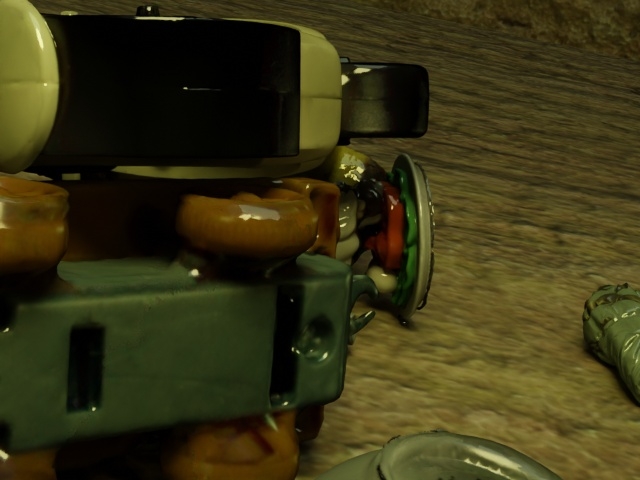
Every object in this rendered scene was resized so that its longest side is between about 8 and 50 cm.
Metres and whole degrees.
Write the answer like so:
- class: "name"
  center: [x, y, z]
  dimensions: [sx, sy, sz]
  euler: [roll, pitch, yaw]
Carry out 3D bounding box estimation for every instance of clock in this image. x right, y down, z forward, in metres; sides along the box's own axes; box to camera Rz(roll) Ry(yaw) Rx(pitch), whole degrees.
- class: "clock"
  center: [-0.101, -0.092, 0.784]
  dimensions: [0.276, 0.120, 0.379]
  euler: [3, 3, 19]

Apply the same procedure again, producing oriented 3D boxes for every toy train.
- class: "toy train"
  center: [-0.131, 0.040, 0.680]
  dimensions: [0.369, 0.163, 0.232]
  euler: [-3, 10, -39]

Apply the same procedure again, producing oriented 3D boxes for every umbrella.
- class: "umbrella"
  center: [0.240, 0.076, 0.966]
  dimensions: [0.067, 0.062, 0.143]
  euler: [37, 14, -17]

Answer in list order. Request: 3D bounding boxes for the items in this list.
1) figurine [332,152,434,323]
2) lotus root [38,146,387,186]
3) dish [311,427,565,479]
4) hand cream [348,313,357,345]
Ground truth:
- class: "figurine"
  center: [0.000, 0.000, 0.962]
  dimensions: [0.154, 0.132, 0.132]
  euler: [-1, 20, -8]
- class: "lotus root"
  center: [-0.094, -0.076, 1.034]
  dimensions: [0.314, 0.169, 0.141]
  euler: [12, 49, -15]
- class: "dish"
  center: [0.058, 0.150, 0.591]
  dimensions: [0.224, 0.078, 0.246]
  euler: [27, 23, 35]
- class: "hand cream"
  center: [-0.075, 0.040, 0.920]
  dimensions: [0.216, 0.038, 0.052]
  euler: [14, -10, 17]
